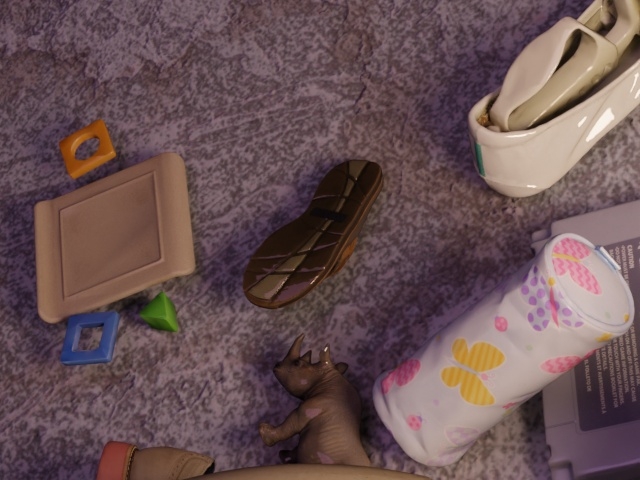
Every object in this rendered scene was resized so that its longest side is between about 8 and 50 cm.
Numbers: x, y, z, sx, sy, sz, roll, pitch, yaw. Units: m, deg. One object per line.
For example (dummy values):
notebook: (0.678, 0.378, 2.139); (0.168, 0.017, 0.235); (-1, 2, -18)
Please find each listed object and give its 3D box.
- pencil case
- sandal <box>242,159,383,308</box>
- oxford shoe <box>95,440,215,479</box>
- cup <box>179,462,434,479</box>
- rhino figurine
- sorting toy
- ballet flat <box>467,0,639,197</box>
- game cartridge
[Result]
pencil case: (0.173, 0.107, 1.785); (0.273, 0.124, 0.113); (-43, 78, 35)
sandal: (0.000, 0.000, 2.060); (0.090, 0.060, 0.219); (16, 54, 30)
oxford shoe: (-0.167, 0.368, 1.872); (0.130, 0.123, 0.348); (0, 69, 3)
cup: (0.021, 0.332, 1.687); (0.237, 0.331, 0.331); (-21, 46, -17)
rhino figurine: (-0.003, 0.197, 1.917); (0.106, 0.073, 0.243); (-24, 49, 20)
sorting toy: (-0.240, 0.001, 2.204); (0.196, 0.047, 0.348); (-19, 53, 13)
ballet flat: (0.308, -0.212, 1.967); (0.400, 0.139, 0.139); (-44, 49, -3)
game cartridge: (0.308, 0.095, 1.816); (0.196, 0.060, 0.294); (-17, 53, 24)
